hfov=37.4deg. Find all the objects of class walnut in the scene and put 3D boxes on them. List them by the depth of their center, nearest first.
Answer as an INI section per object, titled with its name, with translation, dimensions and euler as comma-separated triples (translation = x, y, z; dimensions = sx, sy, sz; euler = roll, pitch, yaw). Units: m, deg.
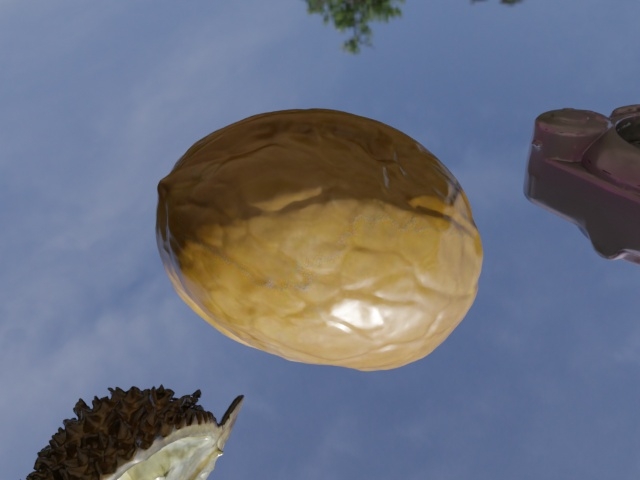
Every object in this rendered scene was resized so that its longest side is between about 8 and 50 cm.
[walnut]
translation = 0.000, 0.000, 0.570
dimensions = 0.207, 0.159, 0.159
euler = 17, -141, -19

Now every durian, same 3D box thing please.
[durian]
translation = -0.133, 0.151, 0.632
dimensions = 0.188, 0.148, 0.091
euler = -32, -126, -20

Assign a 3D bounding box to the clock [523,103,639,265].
[clock]
translation = 0.408, -0.059, 0.981
dimensions = 0.322, 0.113, 0.295
euler = -11, -152, -31
